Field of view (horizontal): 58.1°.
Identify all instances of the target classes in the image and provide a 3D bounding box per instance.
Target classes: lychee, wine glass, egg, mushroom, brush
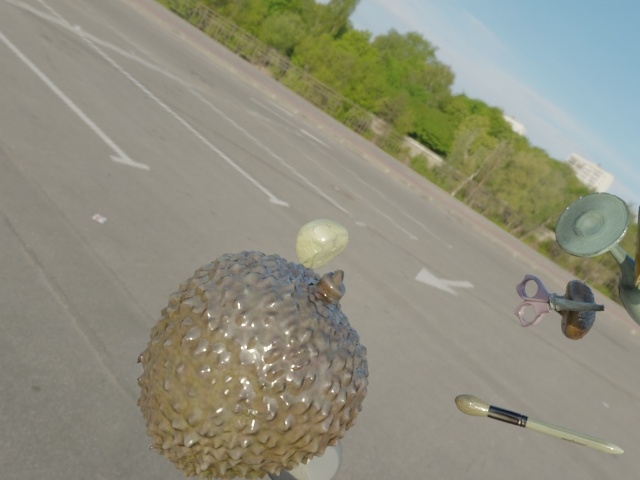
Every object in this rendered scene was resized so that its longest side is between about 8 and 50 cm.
[{"bbox_3d":[-0.107,0.208,0.964,0.380,0.432,0.380,40,12,-10],"label":"lychee"},{"bbox_3d":[0.513,-0.016,0.835,0.309,0.264,0.096,34,8,-34],"label":"wine glass"},{"bbox_3d":[-0.051,0.484,1.326,0.176,0.176,0.231,24,-18,-32],"label":"egg"},{"bbox_3d":[0.542,0.147,1.222,0.084,0.126,0.109,0,12,-10],"label":"mushroom"},{"bbox_3d":[0.397,0.340,1.069,0.299,0.039,0.042,11,-15,24],"label":"brush"}]

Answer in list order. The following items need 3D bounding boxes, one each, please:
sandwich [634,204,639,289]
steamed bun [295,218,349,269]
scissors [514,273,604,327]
[{"bbox_3d":[0.463,0.017,0.799,0.074,0.117,0.074,28,5,-17],"label":"sandwich"},{"bbox_3d":[0.000,0.000,1.292,0.112,0.130,0.091,-19,65,-34],"label":"steamed bun"},{"bbox_3d":[0.468,0.125,1.137,0.021,0.111,0.212,6,-4,-29],"label":"scissors"}]
